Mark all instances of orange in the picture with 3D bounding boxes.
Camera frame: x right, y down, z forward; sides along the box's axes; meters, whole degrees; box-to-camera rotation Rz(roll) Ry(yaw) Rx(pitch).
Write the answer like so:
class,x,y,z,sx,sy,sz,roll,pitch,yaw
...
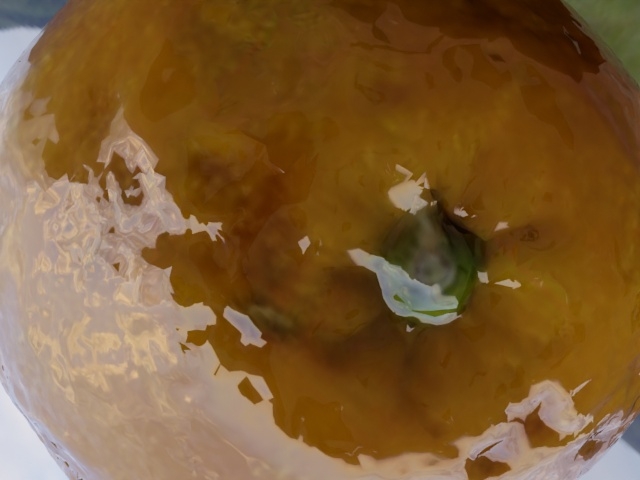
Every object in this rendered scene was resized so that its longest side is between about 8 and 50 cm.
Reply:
class,x,y,z,sx,sy,sz,roll,pitch,yaw
orange,0.000,0.000,0.444,0.261,0.261,0.261,34,-163,-11
